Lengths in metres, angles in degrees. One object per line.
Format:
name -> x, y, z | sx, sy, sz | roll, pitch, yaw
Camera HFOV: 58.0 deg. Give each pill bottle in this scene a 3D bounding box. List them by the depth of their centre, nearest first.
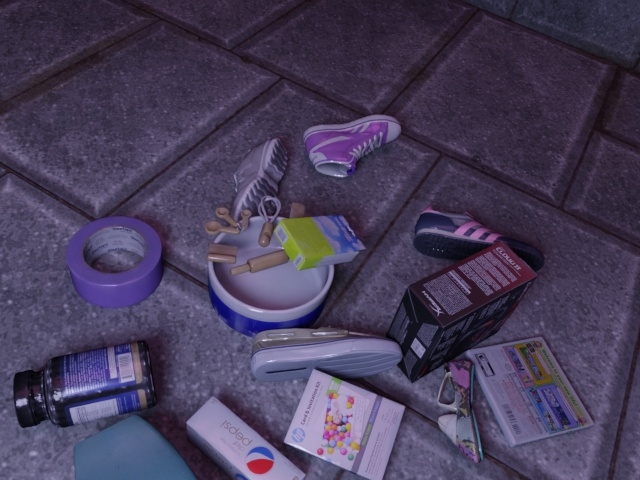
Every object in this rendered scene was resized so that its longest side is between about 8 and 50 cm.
pill bottle -> -0.406, 0.254, 1.008 | 0.219, 0.123, 0.123 | -8, 51, -19

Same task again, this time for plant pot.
plant pot -> -0.276, 0.403, 0.887 | 0.165, 0.166, 0.234 | -23, 49, -28

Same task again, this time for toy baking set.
toy baking set -> -0.127, -0.019, 1.229 | 0.256, 0.030, 0.197 | -13, 53, -22

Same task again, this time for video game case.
video game case -> 0.431, 0.308, 1.205 | 0.193, 0.023, 0.213 | -7, 50, -17

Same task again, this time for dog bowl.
dog bowl -> -0.108, 0.076, 1.241 | 0.264, 0.104, 0.265 | 6, 48, -7

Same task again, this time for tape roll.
tape roll -> -0.430, 0.043, 1.219 | 0.188, 0.080, 0.189 | 6, 47, -7

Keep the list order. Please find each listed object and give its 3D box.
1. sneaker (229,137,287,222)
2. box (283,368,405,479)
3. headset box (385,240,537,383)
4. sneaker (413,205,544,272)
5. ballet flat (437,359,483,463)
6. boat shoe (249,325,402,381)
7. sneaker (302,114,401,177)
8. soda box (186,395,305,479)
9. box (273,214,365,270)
sneaker -> -0.169, -0.133, 1.441 | 0.115, 0.105, 0.281 | -6, 45, 29
box -> 0.045, 0.339, 1.062 | 0.186, 0.038, 0.145 | 21, 64, 8
headset box -> 0.292, 0.141, 1.192 | 0.293, 0.218, 0.110 | -22, 57, -27
sneaker -> 0.391, -0.011, 1.418 | 0.318, 0.112, 0.131 | 15, 51, 0
ballet flat -> 0.268, 0.330, 1.127 | 0.079, 0.077, 0.222 | -2, 42, 10
boat shoe -> 0.011, 0.212, 1.147 | 0.302, 0.109, 0.094 | -1, 47, -9
sneaker -> 0.104, -0.246, 1.583 | 0.281, 0.102, 0.161 | -13, 56, -9
soda box -> -0.132, 0.371, 0.995 | 0.216, 0.074, 0.069 | 34, 51, 18
box -> 0.000, 0.000, 1.218 | 0.178, 0.042, 0.109 | -7, 54, -43
